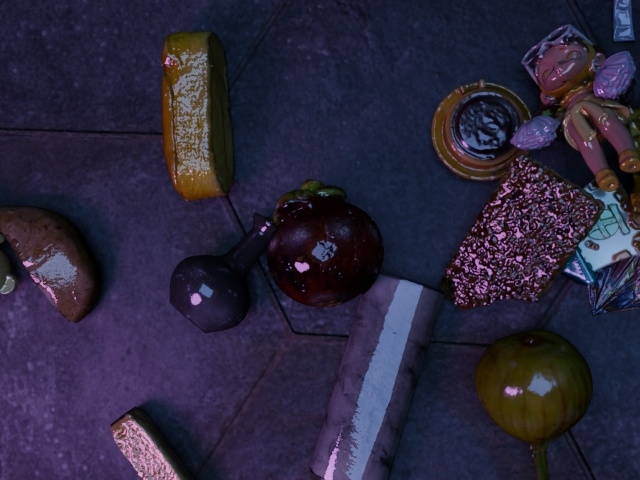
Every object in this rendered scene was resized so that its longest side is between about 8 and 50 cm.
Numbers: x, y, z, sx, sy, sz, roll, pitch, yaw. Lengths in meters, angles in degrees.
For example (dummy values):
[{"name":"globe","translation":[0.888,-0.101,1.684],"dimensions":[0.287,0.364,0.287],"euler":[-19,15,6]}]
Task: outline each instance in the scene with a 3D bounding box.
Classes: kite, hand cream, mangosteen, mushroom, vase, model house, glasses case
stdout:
[{"name":"kite","translation":[0.428,0.023,0.992],"dimensions":[0.232,0.009,0.189],"euler":[36,91,7]},{"name":"hand cream","translation":[0.428,-0.326,1.011],"dimensions":[0.030,0.019,0.093],"euler":[-2,93,4]},{"name":"mangosteen","translation":[0.000,0.000,0.964],"dimensions":[0.166,0.166,0.180],"euler":[-20,75,5]},{"name":"mushroom","translation":[-0.394,0.018,1.053],"dimensions":[0.094,0.072,0.209],"euler":[-32,84,-8]},{"name":"vase","translation":[-0.126,0.041,1.008],"dimensions":[0.120,0.120,0.183],"euler":[40,77,7]},{"name":"model house","translation":[0.342,-0.006,0.954],"dimensions":[0.149,0.100,0.127],"euler":[-28,81,10]},{"name":"glasses case","translation":[0.077,0.195,0.995],"dimensions":[0.114,0.060,0.299],"euler":[17,89,12]}]

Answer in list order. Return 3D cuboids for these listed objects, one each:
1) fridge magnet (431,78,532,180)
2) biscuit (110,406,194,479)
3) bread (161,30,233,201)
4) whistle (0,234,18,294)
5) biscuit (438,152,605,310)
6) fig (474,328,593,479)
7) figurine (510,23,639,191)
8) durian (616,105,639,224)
[{"name":"fridge magnet","translation":[0.227,-0.154,0.997],"dimensions":[0.143,0.063,0.142],"euler":[-1,84,5]},{"name":"biscuit","translation":[-0.228,0.326,1.025],"dimensions":[0.052,0.056,0.188],"euler":[-37,82,1]},{"name":"bread","translation":[-0.182,-0.179,1.026],"dimensions":[0.095,0.102,0.245],"euler":[-4,88,4]},{"name":"whistle","translation":[-0.523,-0.003,1.062],"dimensions":[0.105,0.085,0.227],"euler":[-16,85,-4]},{"name":"biscuit","translation":[0.253,0.014,0.935],"dimensions":[0.131,0.026,0.236],"euler":[40,122,24]},{"name":"fig","translation":[0.291,0.210,0.945],"dimensions":[0.142,0.148,0.186],"euler":[-31,123,-10]},{"name":"figurine","translation":[0.339,-0.172,0.918],"dimensions":[0.116,0.240,0.175],"euler":[31,129,-26]},{"name":"durian","translation":[0.510,-0.130,0.924],"dimensions":[0.305,0.185,0.195],"euler":[-9,50,-5]}]
